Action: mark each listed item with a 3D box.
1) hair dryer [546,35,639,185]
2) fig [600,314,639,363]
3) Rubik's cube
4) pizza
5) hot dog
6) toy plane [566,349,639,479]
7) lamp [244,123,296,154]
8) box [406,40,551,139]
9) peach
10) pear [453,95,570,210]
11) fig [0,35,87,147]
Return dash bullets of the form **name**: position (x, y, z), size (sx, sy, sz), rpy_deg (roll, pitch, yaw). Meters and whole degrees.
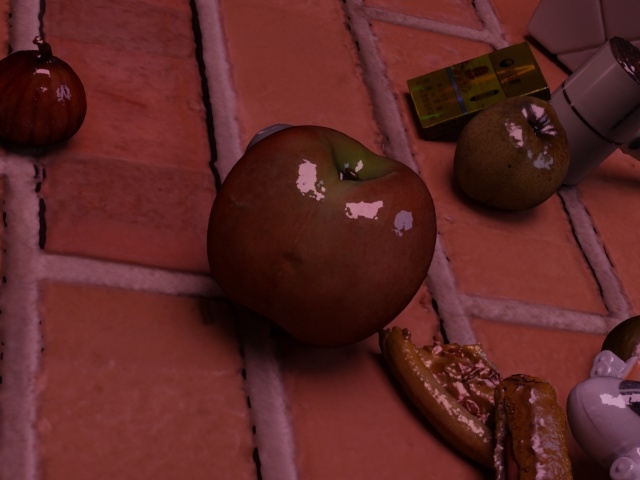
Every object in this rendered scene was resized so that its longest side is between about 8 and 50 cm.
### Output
- **hair dryer**: position (0.494, -0.143, 1.961), size (0.362, 0.203, 0.128), rpy_deg (26, 34, -29)
- **fig**: position (0.395, 0.152, 1.594), size (0.109, 0.103, 0.154), rpy_deg (14, 24, 25)
- **Rubik's cube**: position (0.604, -0.406, 2.194), size (0.316, 0.319, 0.322), rpy_deg (-18, 55, -42)
- **pizza**: position (0.179, 0.185, 1.478), size (0.134, 0.056, 0.271), rpy_deg (-24, 58, -34)
- **hot dog**: position (0.227, 0.267, 1.352), size (0.083, 0.068, 0.289), rpy_deg (10, 52, -13)
- **toy plane**: position (0.372, 0.223, 1.443), size (0.244, 0.117, 0.245), rpy_deg (34, 34, -28)
- **lamp**: position (-0.048, -0.098, 1.656), size (0.105, 0.105, 0.105), rpy_deg (15, 38, -12)
- **box**: position (0.234, -0.224, 1.932), size (0.193, 0.030, 0.121), rpy_deg (-18, 44, 5)
- **peach**: position (0.000, 0.000, 1.458), size (0.252, 0.252, 0.252), rpy_deg (15, 38, -12)
- **pear**: position (0.270, -0.121, 1.823), size (0.167, 0.136, 0.167), rpy_deg (19, 52, -26)
- **fig**: position (-0.357, -0.184, 1.582), size (0.128, 0.150, 0.128), rpy_deg (-14, 37, 11)
